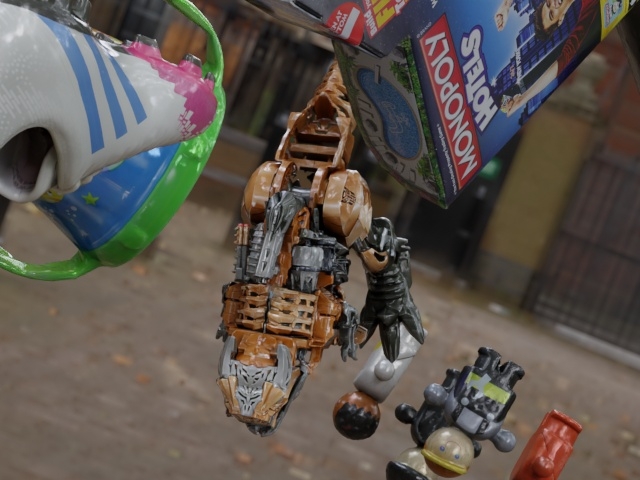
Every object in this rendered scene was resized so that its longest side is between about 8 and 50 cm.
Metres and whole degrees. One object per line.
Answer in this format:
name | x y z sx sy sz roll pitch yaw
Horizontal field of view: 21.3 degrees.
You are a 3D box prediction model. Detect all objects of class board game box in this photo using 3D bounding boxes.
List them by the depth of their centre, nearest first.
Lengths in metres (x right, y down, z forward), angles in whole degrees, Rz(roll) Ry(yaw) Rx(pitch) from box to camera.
board game box | 0.040 -0.118 0.658 0.060 0.194 0.194 26 -32 35

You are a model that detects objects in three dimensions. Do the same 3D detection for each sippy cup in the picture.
sippy cup | -0.255 -0.123 1.781 0.224 0.305 0.240 31 -28 -22

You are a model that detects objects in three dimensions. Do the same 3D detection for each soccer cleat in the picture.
soccer cleat | -0.180 -0.091 1.215 0.116 0.143 0.331 17 -1 21

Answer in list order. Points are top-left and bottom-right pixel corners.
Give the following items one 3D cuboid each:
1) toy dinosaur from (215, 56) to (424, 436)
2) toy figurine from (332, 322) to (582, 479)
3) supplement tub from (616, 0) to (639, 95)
toy dinosaur | 0.000 0.000 1.320 0.164 0.322 0.218 28 -17 21
toy figurine | 0.131 0.193 1.718 0.213 0.148 0.209 21 -16 43
supplement tub | 0.271 -0.113 0.955 0.194 0.193 0.316 25 -30 47
